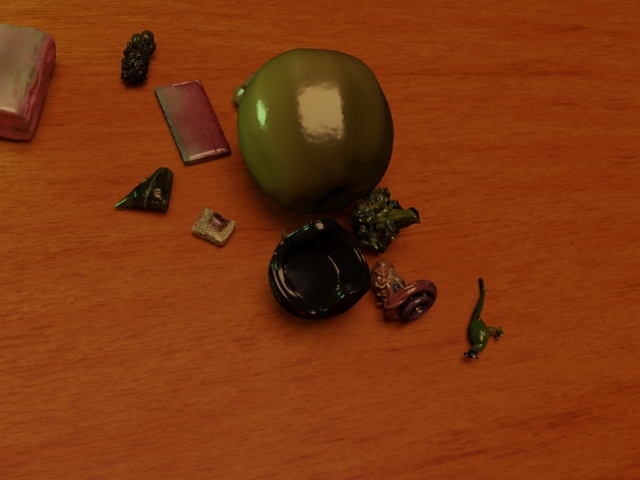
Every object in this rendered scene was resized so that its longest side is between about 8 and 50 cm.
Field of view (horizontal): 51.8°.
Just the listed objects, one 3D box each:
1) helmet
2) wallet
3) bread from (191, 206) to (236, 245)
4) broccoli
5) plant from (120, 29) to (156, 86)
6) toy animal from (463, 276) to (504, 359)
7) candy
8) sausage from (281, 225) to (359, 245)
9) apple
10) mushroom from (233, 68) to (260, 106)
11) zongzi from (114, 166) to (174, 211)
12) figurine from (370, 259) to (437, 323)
[{"bbox_3d":[-0.003,0.066,1.354,0.216,0.193,0.189,-18,76,-27],"label":"helmet"},{"bbox_3d":[-0.307,-0.288,1.582,0.119,0.025,0.232,-17,66,-20],"label":"wallet"},{"bbox_3d":[-0.235,-0.029,1.448,0.083,0.035,0.070,30,60,1],"label":"bread"},{"bbox_3d":[0.150,-0.048,1.471,0.160,0.167,0.155,-11,54,30],"label":"broccoli"},{"bbox_3d":[-0.447,-0.455,1.616,0.087,0.085,0.174,39,46,-37],"label":"plant"},{"bbox_3d":[0.372,0.179,1.469,0.075,0.041,0.217,21,54,1],"label":"toy animal"},{"bbox_3d":[-0.702,-0.358,1.481,0.155,0.116,0.265,6,58,-6],"label":"candy"},{"bbox_3d":[0.000,-0.001,1.469,0.169,0.065,0.065,0,61,-14],"label":"sausage"},{"bbox_3d":[-0.009,-0.231,1.444,0.357,0.357,0.357,6,60,-10],"label":"apple"},{"bbox_3d":[-0.090,-0.397,1.657,0.270,0.103,0.118,-11,60,-8],"label":"mushroom"},{"bbox_3d":[-0.388,-0.117,1.455,0.119,0.055,0.109,1,58,0],"label":"zongzi"},{"bbox_3d":[0.162,0.114,1.427,0.157,0.126,0.114,27,99,30],"label":"figurine"}]
